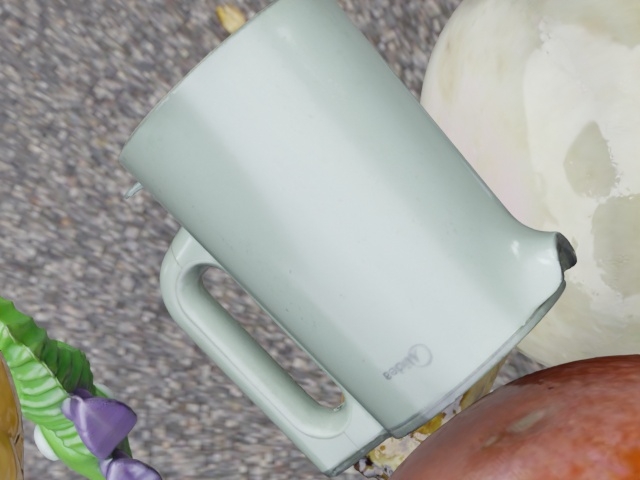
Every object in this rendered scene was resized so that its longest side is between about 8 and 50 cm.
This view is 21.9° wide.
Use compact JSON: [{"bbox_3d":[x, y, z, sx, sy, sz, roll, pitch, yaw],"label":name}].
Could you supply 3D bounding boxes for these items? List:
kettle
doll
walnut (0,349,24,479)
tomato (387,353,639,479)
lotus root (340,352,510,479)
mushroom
[{"bbox_3d":[0.001,-0.001,0.603,0.127,0.098,0.148,-42,91,-2],"label":"kettle"},{"bbox_3d":[-0.138,0.075,0.849,0.115,0.190,0.050,38,74,25],"label":"doll"},{"bbox_3d":[-0.185,0.052,0.481,0.193,0.225,0.193,-10,53,13],"label":"walnut"},{"bbox_3d":[0.132,0.178,0.645,0.265,0.265,0.264,-1,82,11],"label":"tomato"},{"bbox_3d":[0.091,0.066,1.238,0.110,0.097,0.258,13,57,28],"label":"lotus root"},{"bbox_3d":[0.167,-0.045,0.929,0.202,0.246,0.246,-3,81,-17],"label":"mushroom"}]
